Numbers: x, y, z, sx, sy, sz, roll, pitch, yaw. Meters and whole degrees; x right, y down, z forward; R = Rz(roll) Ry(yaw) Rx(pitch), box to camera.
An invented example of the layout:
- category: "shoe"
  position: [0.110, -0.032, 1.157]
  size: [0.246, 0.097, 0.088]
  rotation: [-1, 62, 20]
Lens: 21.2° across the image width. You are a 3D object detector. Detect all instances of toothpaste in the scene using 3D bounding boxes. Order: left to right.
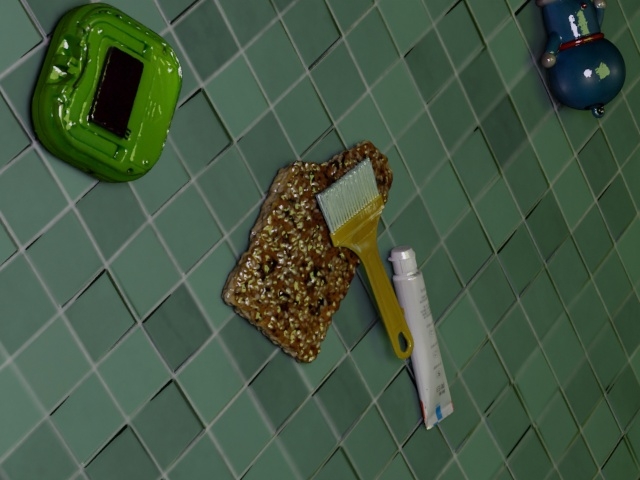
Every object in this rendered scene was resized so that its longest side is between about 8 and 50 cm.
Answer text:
- category: "toothpaste"
  position: [0.103, 0.097, 1.745]
  size: [0.048, 0.031, 0.190]
  rotation: [-30, 113, -45]

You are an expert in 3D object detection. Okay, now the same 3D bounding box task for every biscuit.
- category: "biscuit"
  position: [-0.005, -0.010, 1.640]
  size: [0.131, 0.026, 0.237]
  rotation: [44, 60, -37]

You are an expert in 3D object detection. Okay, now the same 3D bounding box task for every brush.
- category: "brush"
  position: [0.054, 0.027, 1.675]
  size: [0.083, 0.011, 0.205]
  rotation: [-40, 118, -41]

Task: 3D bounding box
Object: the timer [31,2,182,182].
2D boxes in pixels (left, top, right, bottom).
- category: "timer"
  position: [-0.179, -0.125, 1.451]
  size: [0.128, 0.047, 0.140]
  rotation: [30, 68, -40]

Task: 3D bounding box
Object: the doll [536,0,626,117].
- category: "doll"
  position: [0.292, -0.210, 1.915]
  size: [0.114, 0.085, 0.152]
  rotation: [-20, 92, -29]
